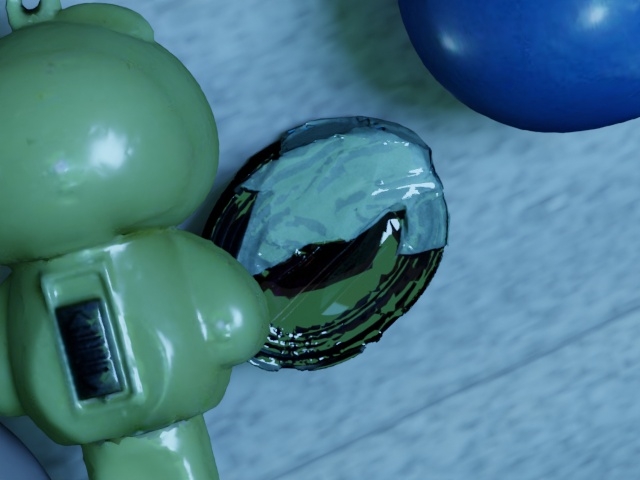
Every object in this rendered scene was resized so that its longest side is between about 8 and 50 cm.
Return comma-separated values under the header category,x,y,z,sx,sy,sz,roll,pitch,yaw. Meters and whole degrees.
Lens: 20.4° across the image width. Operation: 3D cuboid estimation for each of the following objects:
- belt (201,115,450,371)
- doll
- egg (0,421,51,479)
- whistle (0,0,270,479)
category,x,y,z,sx,sy,sz,roll,pitch,yaw
belt,0.000,0.000,0.867,0.140,0.058,0.105,-42,103,5
doll,0.099,-0.176,0.799,0.215,0.161,0.257,-8,93,25
egg,-0.186,0.153,0.822,0.146,0.146,0.199,-28,114,-3
whistle,-0.092,0.026,0.809,0.141,0.141,0.294,-17,104,-7
